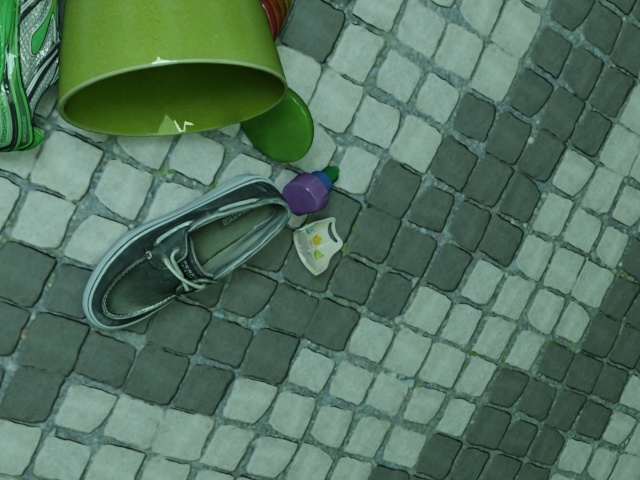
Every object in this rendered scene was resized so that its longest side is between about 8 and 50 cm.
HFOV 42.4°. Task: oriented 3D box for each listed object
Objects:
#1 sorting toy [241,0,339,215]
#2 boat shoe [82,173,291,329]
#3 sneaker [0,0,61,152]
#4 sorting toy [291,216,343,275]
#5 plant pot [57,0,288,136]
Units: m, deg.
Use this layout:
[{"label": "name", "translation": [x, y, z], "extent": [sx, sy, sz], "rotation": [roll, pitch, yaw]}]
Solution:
[{"label": "sorting toy", "translation": [-0.044, -0.218, 1.214], "extent": [0.126, 0.127, 0.365], "rotation": [-44, 125, -41]}, {"label": "boat shoe", "translation": [-0.192, 0.016, 1.180], "extent": [0.335, 0.119, 0.121], "rotation": [-38, 117, -9]}, {"label": "sneaker", "translation": [-0.376, -0.275, 1.027], "extent": [0.146, 0.134, 0.343], "rotation": [13, 99, -45]}, {"label": "sorting toy", "translation": [0.000, 0.000, 1.313], "extent": [0.075, 0.045, 0.083], "rotation": [-28, 114, -24]}, {"label": "plant pot", "translation": [-0.198, -0.308, 1.017], "extent": [0.275, 0.275, 0.293], "rotation": [-6, 82, -24]}]
